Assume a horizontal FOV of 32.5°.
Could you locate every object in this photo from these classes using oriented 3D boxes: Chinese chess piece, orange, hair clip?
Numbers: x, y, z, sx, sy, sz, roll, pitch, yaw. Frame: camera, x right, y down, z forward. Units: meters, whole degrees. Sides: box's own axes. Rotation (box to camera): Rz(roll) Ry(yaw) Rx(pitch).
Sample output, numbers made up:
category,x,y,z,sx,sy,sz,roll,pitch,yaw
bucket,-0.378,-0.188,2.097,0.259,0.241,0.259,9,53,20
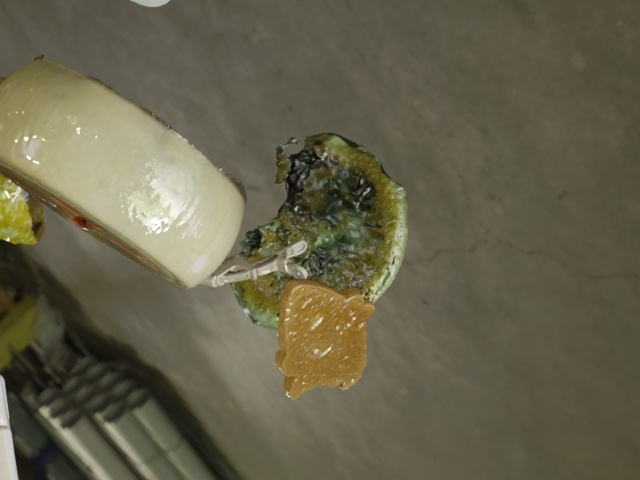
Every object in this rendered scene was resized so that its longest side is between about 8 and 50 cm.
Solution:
category,x,y,z,sx,sy,sz,roll,pitch,yaw
Chinese chess piece,-0.250,-0.078,1.319,0.338,0.140,0.338,32,172,5
orange,-0.583,-0.137,1.938,0.369,0.210,0.271,-120,21,-63
hair clip,-0.127,0.051,1.785,0.034,0.226,0.072,84,174,-53

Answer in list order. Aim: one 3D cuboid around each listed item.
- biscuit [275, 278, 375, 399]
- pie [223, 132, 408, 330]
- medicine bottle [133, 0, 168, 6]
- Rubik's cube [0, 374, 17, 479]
category,x,y,z,sx,sy,sz,roll,pitch,yaw
biscuit,0.001,0.121,1.406,0.035,0.162,0.250,34,162,35
pie,0.000,0.000,1.944,0.296,0.371,0.078,28,175,6
medicine bottle,-0.241,-0.487,1.755,0.147,0.247,0.147,12,141,10
Rubik's cube,-0.631,0.385,1.710,0.322,0.316,0.319,152,109,-74
